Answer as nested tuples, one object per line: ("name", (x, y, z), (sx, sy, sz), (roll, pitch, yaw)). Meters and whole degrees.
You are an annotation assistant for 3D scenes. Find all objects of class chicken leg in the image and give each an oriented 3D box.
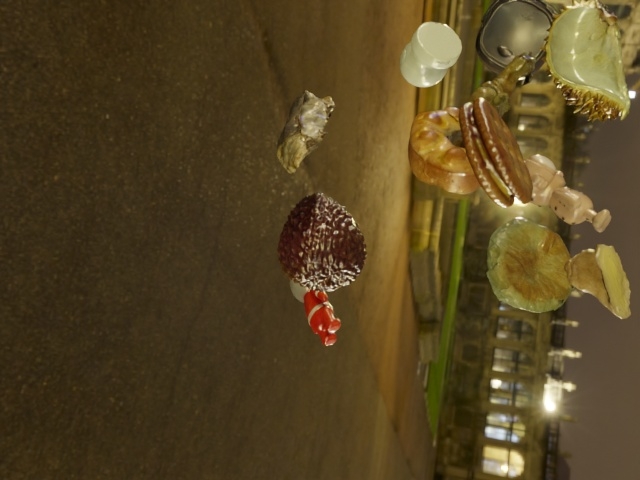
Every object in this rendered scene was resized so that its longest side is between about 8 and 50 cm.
("chicken leg", (0.382, -0.313, 1.394), (0.227, 0.088, 0.103), (-53, 147, 14))

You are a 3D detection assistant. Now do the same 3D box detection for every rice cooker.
("rice cooker", (0.630, -0.651, 2.078), (0.224, 0.268, 0.266), (-26, 122, -70))

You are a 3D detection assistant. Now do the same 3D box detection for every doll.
("doll", (-0.025, 0.184, 2.153), (0.199, 0.106, 0.336), (101, -31, -45))
("doll", (0.615, -0.117, 1.670), (0.119, 0.278, 0.154), (-55, 159, 8))

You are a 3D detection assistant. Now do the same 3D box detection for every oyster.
("oyster", (-0.041, -0.289, 1.674), (0.166, 0.110, 0.341), (-54, -167, 54))

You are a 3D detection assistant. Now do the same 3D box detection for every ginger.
("ginger", (0.696, 0.113, 1.632), (0.115, 0.123, 0.193), (17, 56, -47))

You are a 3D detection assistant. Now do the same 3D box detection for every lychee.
("lychee", (0.000, 0.000, 1.760), (0.271, 0.272, 0.271), (7, 90, -76))

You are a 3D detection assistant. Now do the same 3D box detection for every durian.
("durian", (0.504, -0.329, 1.220), (0.144, 0.139, 0.251), (23, 65, -47))

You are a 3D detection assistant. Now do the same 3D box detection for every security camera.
("security camera", (0.403, -0.684, 2.457), (0.236, 0.195, 0.194), (122, -16, -61))

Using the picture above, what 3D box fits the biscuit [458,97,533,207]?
("biscuit", (0.329, -0.165, 1.216), (0.220, 0.066, 0.220), (39, 38, -40))

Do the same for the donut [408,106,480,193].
("donut", (0.408, -0.280, 1.992), (0.317, 0.299, 0.150), (-21, 141, -33))

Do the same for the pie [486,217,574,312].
("pie", (0.602, 0.071, 1.857), (0.071, 0.307, 0.306), (132, -26, -63))
